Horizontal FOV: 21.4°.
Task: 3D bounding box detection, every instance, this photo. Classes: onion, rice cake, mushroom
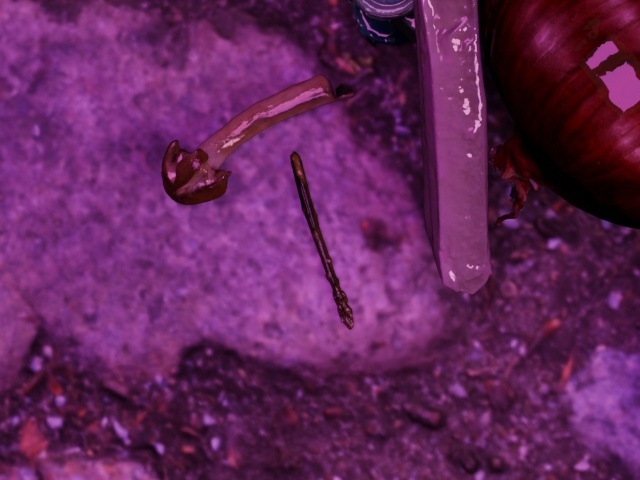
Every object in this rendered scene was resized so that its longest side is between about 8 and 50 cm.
[{"bbox_3d":[0.219,-0.108,1.353,0.285,0.273,0.273,-40,83,21],"label":"onion"},{"bbox_3d":[0.105,-0.107,1.368,0.050,0.106,0.298,-6,117,-1],"label":"rice cake"},{"bbox_3d":[-0.058,-0.095,1.478,0.187,0.061,0.060,-34,79,-1],"label":"mushroom"}]

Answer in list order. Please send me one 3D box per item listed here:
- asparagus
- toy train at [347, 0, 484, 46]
[{"bbox_3d":[0.000,0.000,1.487,0.016,0.013,0.166,-19,84,16],"label":"asparagus"},{"bbox_3d":[0.047,-0.305,1.448,0.194,0.120,0.298,-44,83,-3],"label":"toy train"}]
